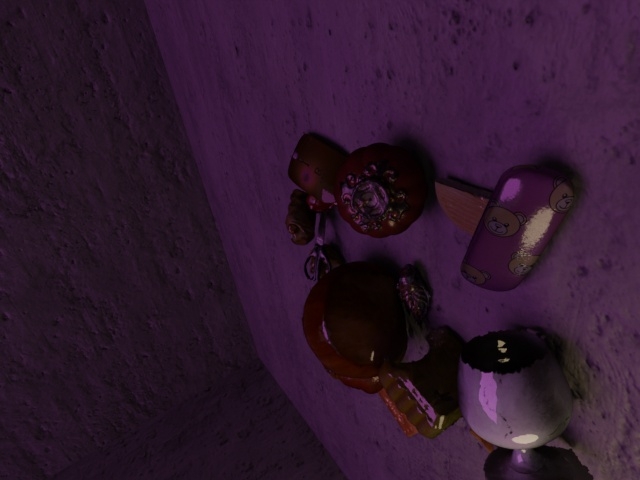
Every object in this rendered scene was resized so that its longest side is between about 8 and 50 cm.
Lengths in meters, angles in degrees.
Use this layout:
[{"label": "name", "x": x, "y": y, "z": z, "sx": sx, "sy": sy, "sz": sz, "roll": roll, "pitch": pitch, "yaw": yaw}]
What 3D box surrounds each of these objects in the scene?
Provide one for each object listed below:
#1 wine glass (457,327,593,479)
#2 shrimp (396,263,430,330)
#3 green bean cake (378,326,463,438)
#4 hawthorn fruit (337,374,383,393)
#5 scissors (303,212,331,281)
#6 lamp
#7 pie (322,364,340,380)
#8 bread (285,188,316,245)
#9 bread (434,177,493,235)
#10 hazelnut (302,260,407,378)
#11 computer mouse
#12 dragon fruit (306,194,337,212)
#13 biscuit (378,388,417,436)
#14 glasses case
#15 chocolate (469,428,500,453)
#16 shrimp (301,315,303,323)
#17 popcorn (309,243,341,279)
[{"label": "wine glass", "x": 0.419, "y": 0.365, "z": 0.955, "sx": 0.238, "sy": 0.237, "sz": 0.323, "roll": 13, "pitch": 124, "yaw": 62}, {"label": "shrimp", "x": 0.269, "y": 0.168, "z": 1.275, "sx": 0.090, "sy": 0.079, "sz": 0.233, "roll": -6, "pitch": 117, "yaw": 26}, {"label": "green bean cake", "x": 0.302, "y": 0.364, "z": 1.199, "sx": 0.233, "sy": 0.236, "sz": 0.124, "roll": 50, "pitch": 151, "yaw": 27}, {"label": "hawthorn fruit", "x": 0.164, "y": 0.402, "z": 1.594, "sx": 0.224, "sy": 0.223, "sz": 0.261, "roll": 38, "pitch": 125, "yaw": 47}, {"label": "scissors", "x": 0.000, "y": 0.000, "z": 1.594, "sx": 0.109, "sy": 0.022, "sz": 0.301, "roll": 9, "pitch": 96, "yaw": 27}, {"label": "lamp", "x": 0.144, "y": -0.119, "z": 1.081, "sx": 0.227, "sy": 0.226, "sz": 0.227, "roll": 47, "pitch": 152, "yaw": 35}, {"label": "pie", "x": 0.055, "y": 0.513, "z": 2.081, "sx": 0.308, "sy": 0.085, "sz": 0.309, "roll": 48, "pitch": 151, "yaw": 37}, {"label": "bread", "x": -0.057, "y": -0.084, "z": 1.570, "sx": 0.128, "sy": 0.087, "sz": 0.232, "roll": 54, "pitch": -154, "yaw": -30}, {"label": "bread", "x": 0.327, "y": -0.061, "z": 0.957, "sx": 0.193, "sy": 0.036, "sz": 0.112, "roll": 31, "pitch": 143, "yaw": 47}, {"label": "hazelnut", "x": 0.098, "y": 0.241, "z": 1.390, "sx": 0.366, "sy": 0.365, "sz": 0.366, "roll": 47, "pitch": 152, "yaw": 35}, {"label": "computer mouse", "x": -0.013, "y": -0.229, "z": 1.412, "sx": 0.310, "sy": 0.071, "sz": 0.158, "roll": 41, "pitch": 112, "yaw": 44}, {"label": "dragon fruit", "x": 0.017, "y": -0.141, "z": 1.486, "sx": 0.190, "sy": 0.094, "sz": 0.094, "roll": -9, "pitch": 106, "yaw": 59}, {"label": "biscuit", "x": 0.295, "y": 0.646, "z": 1.768, "sx": 0.250, "sy": 0.030, "sz": 0.160, "roll": 55, "pitch": 156, "yaw": 22}, {"label": "glasses case", "x": 0.357, "y": -0.010, "z": 0.849, "sx": 0.123, "sy": 0.076, "sz": 0.317, "roll": 18, "pitch": 141, "yaw": 11}, {"label": "chocolate", "x": 0.487, "y": 0.553, "z": 1.202, "sx": 0.219, "sy": 0.085, "sz": 0.086, "roll": 14, "pitch": 126, "yaw": 65}, {"label": "shrimp", "x": -0.046, "y": 0.413, "z": 2.245, "sx": 0.115, "sy": 0.051, "sz": 0.217, "roll": 53, "pitch": 155, "yaw": 10}, {"label": "popcorn", "x": 0.018, "y": 0.086, "z": 1.682, "sx": 0.145, "sy": 0.126, "sz": 0.126, "roll": 52, "pitch": -178, "yaw": -18}]
